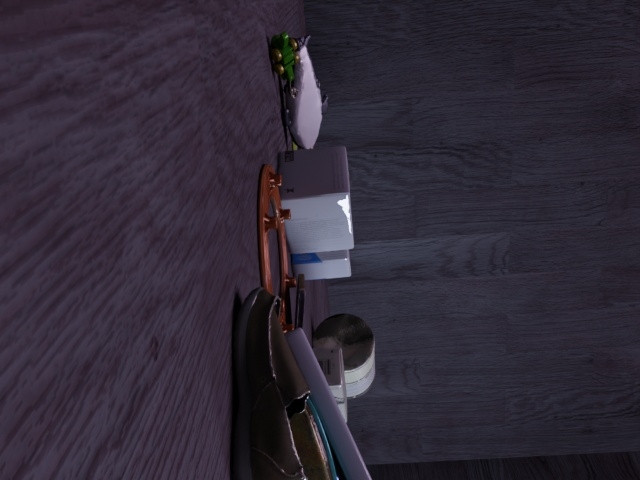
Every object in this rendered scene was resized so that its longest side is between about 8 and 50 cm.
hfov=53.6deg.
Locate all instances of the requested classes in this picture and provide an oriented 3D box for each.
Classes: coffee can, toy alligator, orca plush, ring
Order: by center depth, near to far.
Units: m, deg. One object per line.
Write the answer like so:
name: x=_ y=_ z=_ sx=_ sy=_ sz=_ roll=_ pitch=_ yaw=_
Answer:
ring: x=-0.074 y=0.028 z=1.157 sx=0.336 sy=0.032 sz=0.336 roll=-4 pitch=90 yaw=-88
toy alligator: x=-0.083 y=-0.393 z=1.401 sx=0.051 sy=0.056 sz=0.189 roll=42 pitch=-18 yaw=24
orca plush: x=-0.072 y=-0.366 z=1.564 sx=0.151 sy=0.102 sz=0.287 roll=-44 pitch=139 yaw=-22
coffee can: x=0.084 y=0.394 z=2.128 sx=0.275 sy=0.201 sz=0.201 roll=82 pitch=5 yaw=-58

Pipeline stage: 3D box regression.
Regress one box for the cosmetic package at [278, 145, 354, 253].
cosmetic package: x=-0.008 y=-0.088 z=1.406 sx=0.183 sy=0.151 sz=0.151 roll=83 pitch=3 yaw=-50

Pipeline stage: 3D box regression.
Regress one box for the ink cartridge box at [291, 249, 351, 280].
ink cartridge box: x=0.000 y=0.000 z=1.587 sx=0.082 sy=0.140 sz=0.190 roll=80 pitch=6 yaw=-51

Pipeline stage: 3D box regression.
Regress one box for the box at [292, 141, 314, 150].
box: x=-0.051 y=-0.294 z=1.813 sx=0.087 sy=0.058 sz=0.232 roll=-78 pitch=164 yaw=-80

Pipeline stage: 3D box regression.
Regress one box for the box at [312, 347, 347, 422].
box: x=0.004 y=0.350 z=1.501 sx=0.275 sy=0.113 sz=0.094 roll=80 pitch=7 yaw=-56

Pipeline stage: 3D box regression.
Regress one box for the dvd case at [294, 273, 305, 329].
dvd case: x=-0.046 y=0.167 z=1.330 sx=0.221 sy=0.018 sz=0.164 roll=-113 pitch=-153 yaw=-84

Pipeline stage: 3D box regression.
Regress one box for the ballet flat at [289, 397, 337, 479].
ballet flat: x=-0.015 y=0.377 z=0.920 sx=0.123 sy=0.123 sz=0.348 roll=-89 pitch=162 yaw=-62

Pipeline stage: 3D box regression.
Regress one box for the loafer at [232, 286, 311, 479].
loafer: x=-0.053 y=0.176 z=0.753 sx=0.094 sy=0.087 sz=0.251 roll=80 pitch=7 yaw=-66

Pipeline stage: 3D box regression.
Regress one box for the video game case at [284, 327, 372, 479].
video game case: x=0.017 y=0.316 z=1.041 sx=0.300 sy=0.036 sz=0.329 roll=102 pitch=-37 yaw=-74
